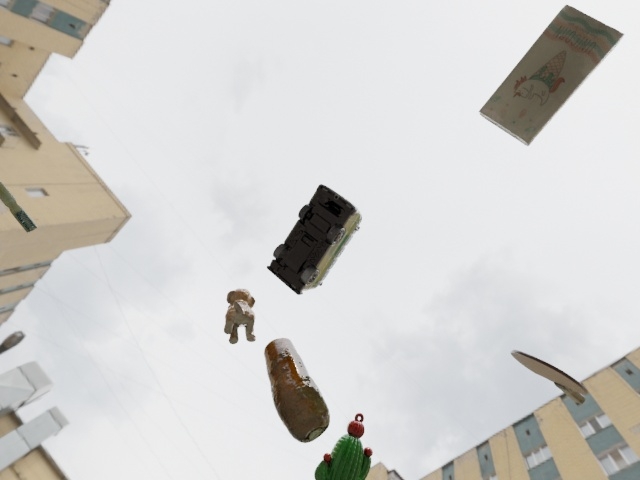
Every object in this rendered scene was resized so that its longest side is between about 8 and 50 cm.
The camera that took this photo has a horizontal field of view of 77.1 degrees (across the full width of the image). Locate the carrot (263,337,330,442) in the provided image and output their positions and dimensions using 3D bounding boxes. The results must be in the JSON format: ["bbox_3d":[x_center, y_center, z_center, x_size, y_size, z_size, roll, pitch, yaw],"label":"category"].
[{"bbox_3d":[-0.079,0.414,1.130,0.138,0.139,0.302,-61,-142,15],"label":"carrot"}]

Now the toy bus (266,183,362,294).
[{"bbox_3d":[0.000,0.000,1.208,0.143,0.179,0.305,37,-78,23],"label":"toy bus"}]

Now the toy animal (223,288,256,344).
[{"bbox_3d":[-0.251,0.199,1.266,0.104,0.185,0.183,1,-53,-4],"label":"toy animal"}]

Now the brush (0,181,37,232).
[{"bbox_3d":[-0.449,-0.048,0.592,0.013,0.016,0.083,13,-46,36],"label":"brush"}]

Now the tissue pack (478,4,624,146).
[{"bbox_3d":[0.195,-0.141,0.348,0.056,0.023,0.108,42,-74,19],"label":"tissue pack"}]

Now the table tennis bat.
[{"bbox_3d":[0.550,0.324,0.938,0.274,0.154,0.021,37,-100,-29],"label":"table tennis bat"}]

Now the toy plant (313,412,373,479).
[{"bbox_3d":[0.084,0.649,1.182,0.154,0.240,0.088,55,-32,-8],"label":"toy plant"}]
